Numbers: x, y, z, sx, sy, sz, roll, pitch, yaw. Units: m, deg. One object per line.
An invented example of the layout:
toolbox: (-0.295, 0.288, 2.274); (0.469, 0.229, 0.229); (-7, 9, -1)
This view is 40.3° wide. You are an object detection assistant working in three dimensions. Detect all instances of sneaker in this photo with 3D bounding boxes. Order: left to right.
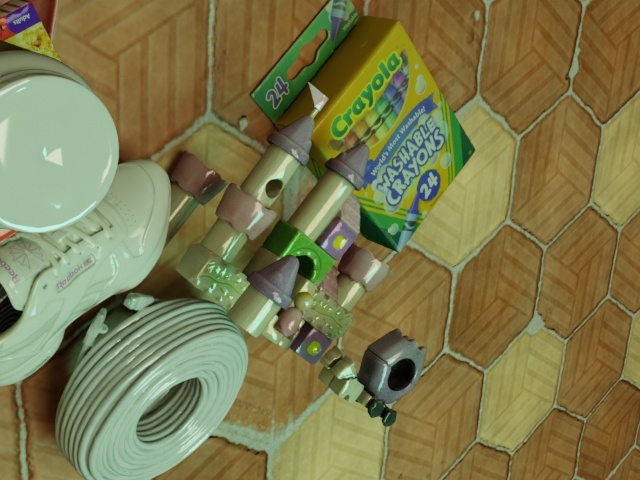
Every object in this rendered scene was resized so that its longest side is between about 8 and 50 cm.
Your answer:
sneaker: (-0.271, 0.025, 0.926); (0.305, 0.114, 0.152); (-51, 168, -15)

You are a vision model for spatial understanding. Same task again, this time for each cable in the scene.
cable: (-0.196, 0.183, 1.054); (0.257, 0.089, 0.257); (0, 123, -56)

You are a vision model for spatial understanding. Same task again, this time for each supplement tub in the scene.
supplement tub: (-0.268, -0.092, 0.726); (0.144, 0.200, 0.144); (-16, 116, -35)

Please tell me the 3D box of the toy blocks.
toy blocks: (0.000, 0.000, 1.048); (0.260, 0.309, 0.288); (-52, 133, -4)

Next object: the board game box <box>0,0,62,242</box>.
board game box: (-0.308, -0.115, 0.853); (0.147, 0.045, 0.193); (-38, 128, -23)

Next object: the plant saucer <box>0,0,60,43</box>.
plant saucer: (-0.384, -0.197, 0.818); (0.258, 0.048, 0.259); (3, 106, -42)

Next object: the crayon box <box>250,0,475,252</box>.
crayon box: (0.073, -0.158, 1.206); (0.203, 0.083, 0.323); (-53, 132, -12)
